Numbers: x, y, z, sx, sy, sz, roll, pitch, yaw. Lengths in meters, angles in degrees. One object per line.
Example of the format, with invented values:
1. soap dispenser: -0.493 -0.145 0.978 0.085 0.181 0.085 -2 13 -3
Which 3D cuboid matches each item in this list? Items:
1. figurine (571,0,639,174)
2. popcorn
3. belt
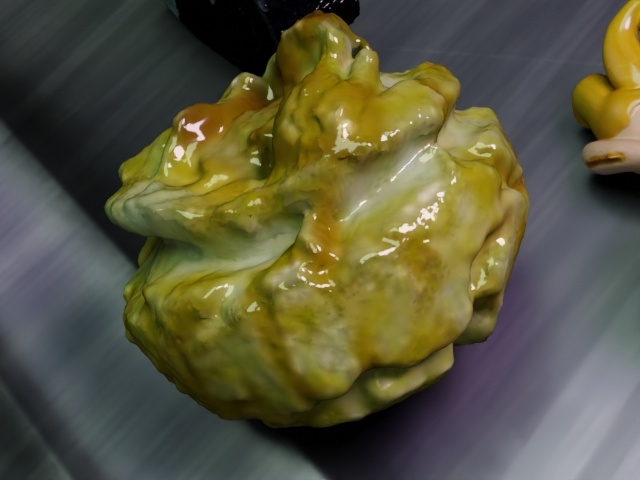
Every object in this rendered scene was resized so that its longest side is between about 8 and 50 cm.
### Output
1. figurine: 0.217 -0.038 0.634 0.156 0.131 0.246 -32 37 -5
2. popcorn: 0.000 0.000 0.633 0.221 0.184 0.204 -29 36 12
3. belt: -0.066 -0.193 0.816 0.078 0.151 0.198 -41 50 -14
